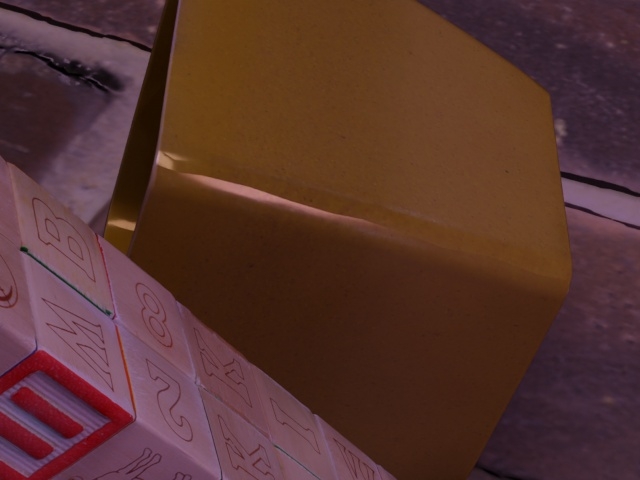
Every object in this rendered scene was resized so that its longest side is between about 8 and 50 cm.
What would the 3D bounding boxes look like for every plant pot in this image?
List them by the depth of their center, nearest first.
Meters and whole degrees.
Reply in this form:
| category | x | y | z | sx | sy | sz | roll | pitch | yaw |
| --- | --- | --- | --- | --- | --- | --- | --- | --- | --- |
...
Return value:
| category | x | y | z | sx | sy | sz | roll | pitch | yaw |
| --- | --- | --- | --- | --- | --- | --- | --- | --- | --- |
| plant pot | 0.000 | 0.000 | 0.769 | 0.187 | 0.212 | 0.212 | 13 | 40 | -10 |

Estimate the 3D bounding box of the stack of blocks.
| category | x | y | z | sx | sy | sz | roll | pitch | yaw |
| --- | --- | --- | --- | --- | --- | --- | --- | --- | --- |
| stack of blocks | -0.094 | 0.104 | 0.563 | 0.171 | 0.297 | 0.087 | -36 | 41 | 14 |
